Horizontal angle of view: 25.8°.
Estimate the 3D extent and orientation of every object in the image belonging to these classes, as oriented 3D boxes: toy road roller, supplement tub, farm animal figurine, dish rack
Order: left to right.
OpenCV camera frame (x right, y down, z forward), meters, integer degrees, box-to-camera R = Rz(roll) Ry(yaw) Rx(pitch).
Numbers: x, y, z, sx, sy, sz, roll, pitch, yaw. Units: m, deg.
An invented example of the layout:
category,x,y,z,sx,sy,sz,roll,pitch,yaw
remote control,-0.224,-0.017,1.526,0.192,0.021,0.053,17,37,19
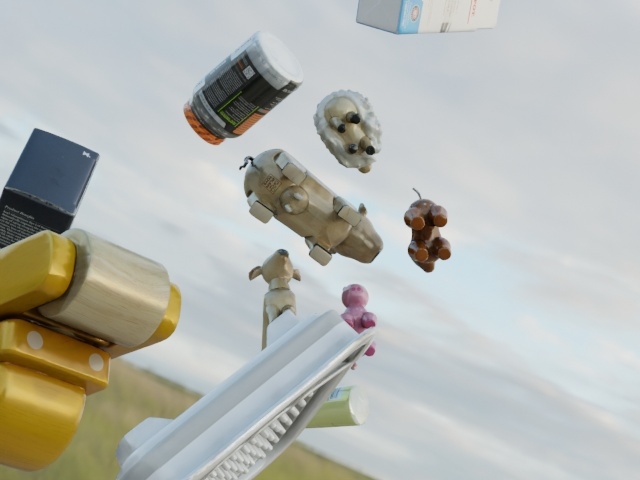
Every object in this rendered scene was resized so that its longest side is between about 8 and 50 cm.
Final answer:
category,x,y,z,sx,sy,sz,roll,pitch,yaw
toy road roller,-0.346,0.148,1.759,0.329,0.240,0.202,-23,-36,38
dish rack,-0.102,0.189,1.257,0.072,0.285,0.333,46,-32,10
supplement tub,-0.131,-0.249,2.325,0.117,0.190,0.117,42,24,-24
farm animal figurine,0.000,0.000,1.934,0.327,0.330,0.172,54,3,-14

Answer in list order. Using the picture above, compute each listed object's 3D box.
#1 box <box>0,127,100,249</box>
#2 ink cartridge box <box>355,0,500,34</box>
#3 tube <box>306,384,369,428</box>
category,x,y,z,sx,sy,sz,roll,pitch,yaw
box,-0.419,-0.034,2.059,0.108,0.153,0.207,23,-52,-9
ink cartridge box,0.121,-0.277,1.491,0.060,0.104,0.180,21,20,37
tube,-0.044,0.261,2.129,0.240,0.062,0.070,-9,-37,28
